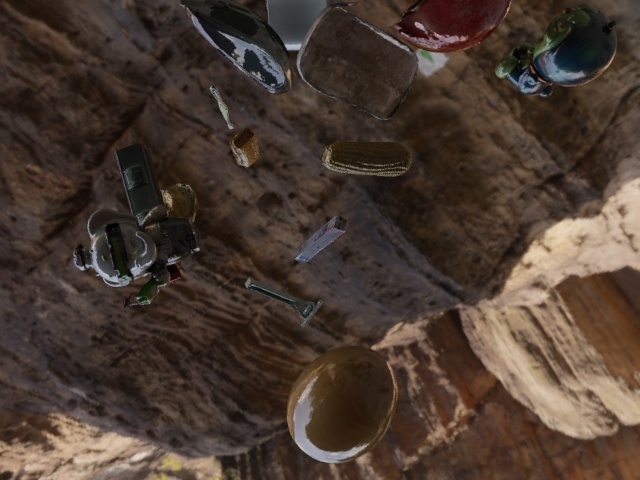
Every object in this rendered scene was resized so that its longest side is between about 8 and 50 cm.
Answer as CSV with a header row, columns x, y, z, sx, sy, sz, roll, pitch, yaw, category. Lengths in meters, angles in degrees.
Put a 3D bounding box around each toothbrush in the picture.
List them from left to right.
x,y,z,sx,sy,sz,roll,pitch,yaw,category
-0.281,-0.380,1.920,0.263,0.022,0.026,74,-167,-77,toothbrush

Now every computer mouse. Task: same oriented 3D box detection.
x,y,z,sx,sy,sz,roll,pitch,yaw,category
-0.180,-0.500,1.633,0.374,0.114,0.203,29,-151,-51,computer mouse

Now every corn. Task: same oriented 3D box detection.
x,y,z,sx,sy,sz,roll,pitch,yaw,category
0.106,-0.189,1.511,0.231,0.080,0.080,0,-127,-32,corn

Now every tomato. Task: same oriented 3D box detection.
x,y,z,sx,sy,sz,roll,pitch,yaw,category
0.328,-0.534,1.562,0.170,0.309,0.309,50,-159,-9,tomato

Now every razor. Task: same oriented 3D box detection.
x,y,z,sx,sy,sz,roll,pitch,yaw,category
-0.131,0.191,2.235,0.277,0.111,0.056,29,-163,-26,razor

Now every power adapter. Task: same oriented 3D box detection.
x,y,z,sx,sy,sz,roll,pitch,yaw,category
-0.011,-0.633,1.871,0.124,0.255,0.187,-45,-45,-58,power adapter

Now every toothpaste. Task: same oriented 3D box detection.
x,y,z,sx,sy,sz,roll,pitch,yaw,category
0.000,0.000,1.769,0.040,0.196,0.047,29,-131,-20,toothpaste

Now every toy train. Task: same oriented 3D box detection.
x,y,z,sx,sy,sz,roll,pitch,yaw,category
-0.489,-0.075,1.898,0.089,0.086,0.410,44,-152,-79,toy train

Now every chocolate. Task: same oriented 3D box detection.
x,y,z,sx,sy,sz,roll,pitch,yaw,category
0.080,-0.410,1.524,0.303,0.185,0.100,17,-154,-38,chocolate

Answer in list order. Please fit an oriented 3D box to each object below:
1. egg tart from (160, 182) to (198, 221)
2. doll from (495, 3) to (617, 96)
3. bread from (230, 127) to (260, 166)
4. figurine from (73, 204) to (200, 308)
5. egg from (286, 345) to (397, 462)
x,y,z,sx,sy,sz,roll,pitch,yaw,category
-0.471,-0.085,2.060,0.090,0.212,0.213,26,-145,-52,egg tart
0.623,-0.480,1.713,0.198,0.322,0.186,-43,-82,-26,doll
-0.207,-0.256,1.835,0.053,0.074,0.132,39,169,15,bread
-0.289,0.013,1.044,0.126,0.192,0.147,-117,16,-65,figurine
0.065,0.475,1.940,0.301,0.374,0.301,25,-148,-18,egg
